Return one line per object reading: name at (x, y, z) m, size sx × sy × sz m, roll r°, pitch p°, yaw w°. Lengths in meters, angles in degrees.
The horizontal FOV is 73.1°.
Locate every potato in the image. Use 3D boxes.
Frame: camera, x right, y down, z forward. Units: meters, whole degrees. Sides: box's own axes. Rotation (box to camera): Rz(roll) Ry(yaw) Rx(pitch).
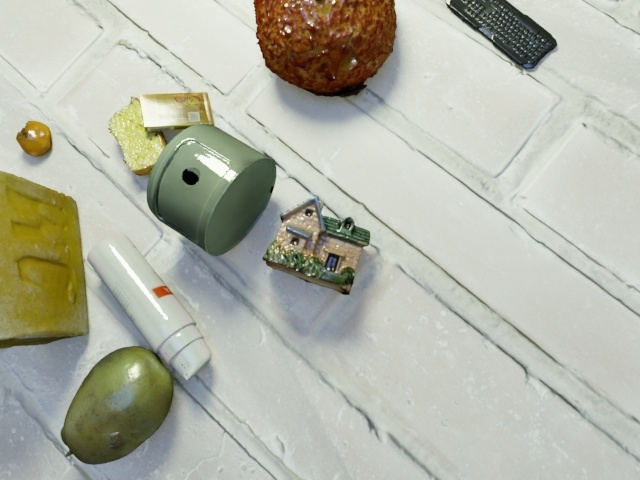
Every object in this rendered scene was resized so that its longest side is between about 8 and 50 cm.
potato at (-0.407, 0.334, 0.859) m, size 0.251 × 0.159 × 0.174 m, roll -48°, pitch 50°, yaw -8°

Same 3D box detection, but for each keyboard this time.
keyboard at (0.405, -0.496, 0.977) m, size 0.106 × 0.016 × 0.262 m, roll -43°, pitch 78°, yaw -2°

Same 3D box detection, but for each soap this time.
soap at (-0.620, 0.046, 0.864) m, size 0.156 × 0.293 × 0.335 m, roll -12°, pitch 78°, yaw 1°

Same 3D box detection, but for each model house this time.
model house at (0.000, 0.000, 0.869) m, size 0.183 × 0.166 × 0.172 m, roll 22°, pitch 80°, yaw -1°

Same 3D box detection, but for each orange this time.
orange at (-0.691, -0.247, 1.041) m, size 0.086 × 0.062 × 0.086 m, roll -1°, pitch 82°, yaw 4°

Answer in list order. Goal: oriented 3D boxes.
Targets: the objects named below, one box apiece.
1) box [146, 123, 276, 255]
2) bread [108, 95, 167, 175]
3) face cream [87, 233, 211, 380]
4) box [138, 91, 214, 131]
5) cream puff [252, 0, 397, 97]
box at (-0.214, -0.102, 0.873) m, size 0.149 × 0.226 × 0.226 m, roll 31°, pitch 85°, yaw 11°
bread at (-0.418, -0.236, 1.005) m, size 0.103 × 0.065 × 0.187 m, roll -31°, pitch 82°, yaw -1°
face cream at (-0.354, 0.140, 0.911) m, size 0.102 × 0.102 × 0.345 m, roll -42°, pitch 79°, yaw -2°
box at (-0.331, -0.298, 0.997) m, size 0.156 × 0.022 × 0.089 m, roll -11°, pitch 79°, yaw -21°
cream puff at (0.006, -0.492, 0.920) m, size 0.350 × 0.229 × 0.350 m, roll -1°, pitch 78°, yaw 5°
